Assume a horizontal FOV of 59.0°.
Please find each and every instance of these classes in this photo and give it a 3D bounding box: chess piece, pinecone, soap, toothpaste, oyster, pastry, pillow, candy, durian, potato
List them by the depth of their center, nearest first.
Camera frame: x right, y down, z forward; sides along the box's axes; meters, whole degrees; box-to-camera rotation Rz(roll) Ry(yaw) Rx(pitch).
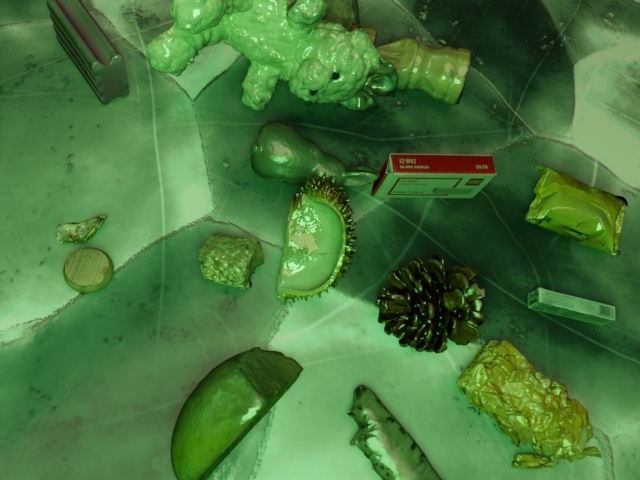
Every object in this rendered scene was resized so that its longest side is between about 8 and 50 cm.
[{"bbox_3d":[-0.131,0.234,0.845,0.112,0.255,0.269,39,64,8],"label":"potato"},{"bbox_3d":[0.118,0.358,0.944,0.093,0.051,0.241,-34,77,-23],"label":"pillow"},{"bbox_3d":[0.359,0.297,0.988,0.250,0.102,0.154,43,66,10],"label":"pastry"},{"bbox_3d":[-0.411,0.053,1.003,0.084,0.038,0.083,5,62,-9],"label":"chess piece"},{"bbox_3d":[0.196,0.114,1.022,0.195,0.150,0.179,-5,72,-9],"label":"pinecone"},{"bbox_3d":[-0.435,-0.017,1.036,0.093,0.034,0.051,-13,51,-4],"label":"oyster"},{"bbox_3d":[-0.162,0.037,1.037,0.110,0.085,0.095,17,54,11],"label":"candy"},{"bbox_3d":[0.000,0.000,1.038,0.139,0.144,0.251,7,96,-5],"label":"durian"},{"bbox_3d":[0.499,0.133,1.124,0.164,0.046,0.034,14,65,-4],"label":"toothpaste"},{"bbox_3d":[-0.474,-0.392,1.157,0.066,0.122,0.203,-32,75,-23],"label":"soap"},{"bbox_3d":[-0.020,-0.500,1.289,0.255,0.169,0.059,-29,42,-21],"label":"pillow"},{"bbox_3d":[0.182,-0.403,1.291,0.301,0.137,0.137,13,63,1],"label":"chess piece"}]

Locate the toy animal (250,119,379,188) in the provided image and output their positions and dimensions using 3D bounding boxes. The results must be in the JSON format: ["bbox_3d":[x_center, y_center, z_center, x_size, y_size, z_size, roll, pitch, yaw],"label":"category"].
[{"bbox_3d":[-0.014,-0.140,1.117,0.251,0.125,0.127,23,51,0],"label":"toy animal"}]

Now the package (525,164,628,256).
[{"bbox_3d":[0.544,-0.067,1.204,0.226,0.090,0.168,25,60,-1],"label":"package"}]

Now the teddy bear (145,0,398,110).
[{"bbox_3d":[-0.064,-0.339,1.104,0.362,0.327,0.375,50,49,-8],"label":"teddy bear"}]

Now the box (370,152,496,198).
[{"bbox_3d":[0.227,-0.130,1.159,0.230,0.123,0.050,0,70,-11],"label":"box"}]
